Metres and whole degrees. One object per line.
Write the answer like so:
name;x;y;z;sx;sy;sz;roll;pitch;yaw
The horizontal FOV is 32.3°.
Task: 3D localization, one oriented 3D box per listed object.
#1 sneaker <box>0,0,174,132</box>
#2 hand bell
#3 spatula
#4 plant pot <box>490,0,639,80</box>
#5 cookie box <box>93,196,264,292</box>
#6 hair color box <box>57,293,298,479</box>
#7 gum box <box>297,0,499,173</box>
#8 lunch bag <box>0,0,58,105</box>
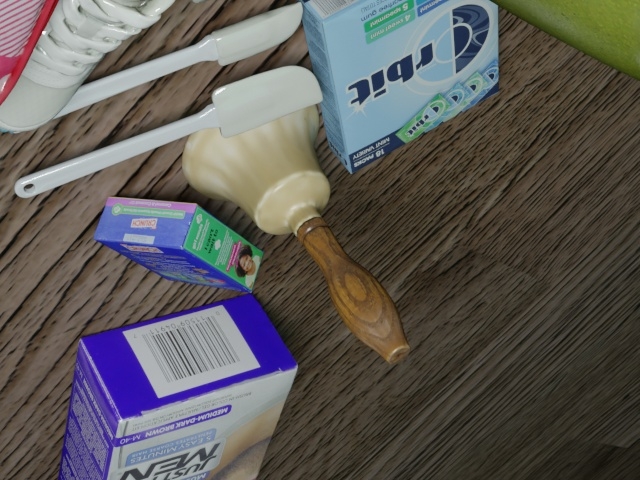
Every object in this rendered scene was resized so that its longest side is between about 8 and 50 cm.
sneaker;-0.143;-0.152;0.663;0.087;0.092;0.228;18;119;-40
hand bell;0.000;0.000;0.853;0.126;0.242;0.126;-23;146;-17
spatula;-0.120;-0.125;0.780;0.242;0.019;0.168;-21;137;-11
plant pot;0.192;-0.252;0.599;0.366;0.353;0.366;-23;145;-17
cookie box;-0.113;0.004;0.898;0.107;0.092;0.040;37;64;-56
hair color box;-0.158;0.219;1.119;0.185;0.110;0.339;-14;143;-30
gum box;0.070;-0.156;0.895;0.157;0.041;0.184;-30;147;-11
lunch bag;-0.250;-0.191;0.520;0.293;0.120;0.258;10;122;-46
